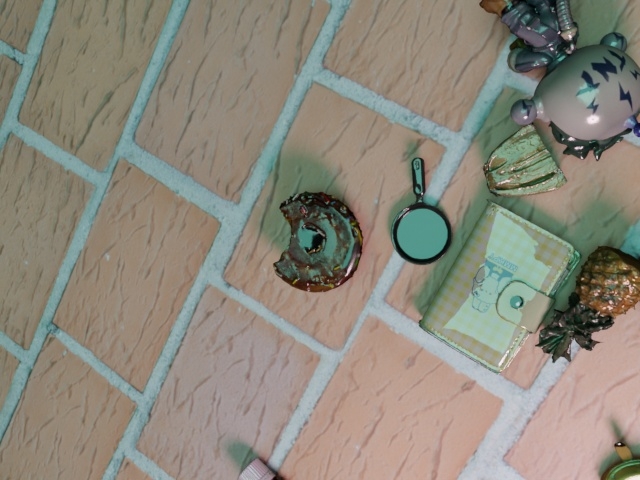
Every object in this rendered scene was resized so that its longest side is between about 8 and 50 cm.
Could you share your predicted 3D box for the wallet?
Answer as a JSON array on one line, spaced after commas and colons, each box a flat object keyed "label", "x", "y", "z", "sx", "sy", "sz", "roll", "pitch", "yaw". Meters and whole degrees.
[{"label": "wallet", "x": 0.367, "y": 0.100, "z": 1.284, "sx": 0.223, "sy": 0.077, "sz": 0.309, "roll": 33, "pitch": 104, "yaw": 20}]

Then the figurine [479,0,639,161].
[{"label": "figurine", "x": 0.452, "y": -0.327, "z": 1.157, "sx": 0.261, "sy": 0.186, "sz": 0.382, "roll": -38, "pitch": 85, "yaw": 10}]

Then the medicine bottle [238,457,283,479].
[{"label": "medicine bottle", "x": -0.108, "y": 0.624, "z": 1.497, "sx": 0.203, "sy": 0.083, "sz": 0.083, "roll": 41, "pitch": 107, "yaw": 13}]

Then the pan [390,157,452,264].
[{"label": "pan", "x": 0.220, "y": -0.064, "z": 1.350, "sx": 0.136, "sy": 0.028, "sz": 0.234, "roll": 0, "pitch": 97, "yaw": 21}]

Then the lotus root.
[{"label": "lotus root", "x": 0.402, "y": -0.151, "z": 1.251, "sx": 0.144, "sy": 0.070, "sz": 0.143, "roll": -23, "pitch": 91, "yaw": 17}]

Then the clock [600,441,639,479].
[{"label": "clock", "x": 0.633, "y": 0.499, "z": 1.200, "sx": 0.170, "sy": 0.069, "sz": 0.231, "roll": -8, "pitch": 91, "yaw": 22}]

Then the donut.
[{"label": "donut", "x": 0.000, "y": 0.001, "z": 1.407, "sx": 0.216, "sy": 0.096, "sz": 0.230, "roll": -2, "pitch": 93, "yaw": 19}]

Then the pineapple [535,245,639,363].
[{"label": "pineapple", "x": 0.525, "y": 0.132, "z": 1.198, "sx": 0.128, "sy": 0.128, "sz": 0.248, "roll": 36, "pitch": 111, "yaw": 16}]
